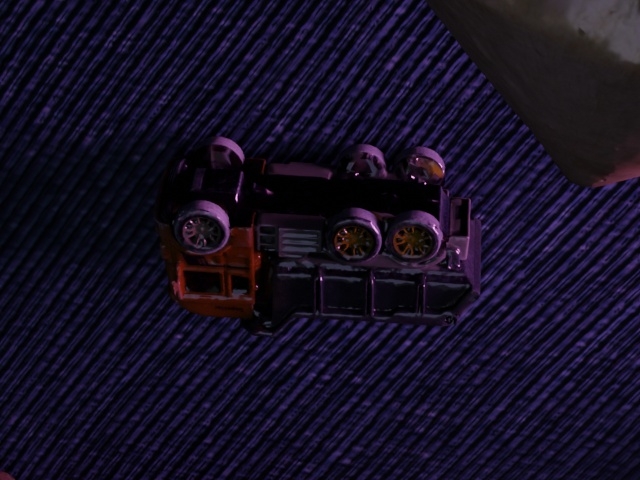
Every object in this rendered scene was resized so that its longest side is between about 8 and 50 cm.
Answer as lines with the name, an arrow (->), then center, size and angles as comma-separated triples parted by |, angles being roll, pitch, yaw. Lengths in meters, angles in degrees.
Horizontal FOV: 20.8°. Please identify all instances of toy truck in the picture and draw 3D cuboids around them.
toy truck -> 0.000, 0.000, 1.036 | 0.192, 0.083, 0.092 | 3, 127, 3

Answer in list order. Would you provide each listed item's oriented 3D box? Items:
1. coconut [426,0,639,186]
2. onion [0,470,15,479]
coconut -> 0.167, -0.166, 0.797 | 0.328, 0.329, 0.329 | 3, 122, 4
onion -> -0.151, 0.321, 1.152 | 0.348, 0.348, 0.385 | -42, 71, 26
